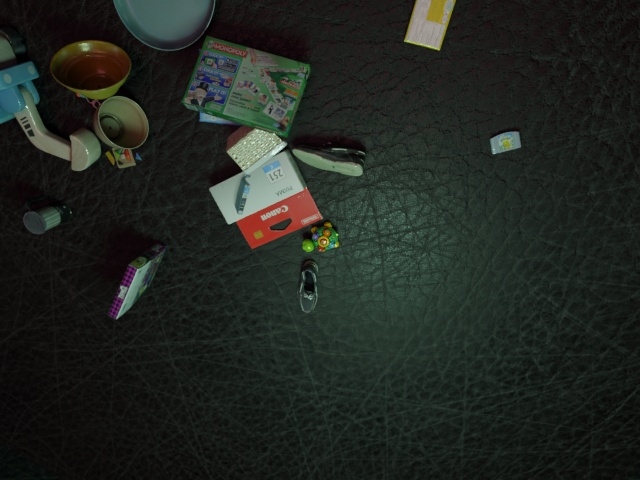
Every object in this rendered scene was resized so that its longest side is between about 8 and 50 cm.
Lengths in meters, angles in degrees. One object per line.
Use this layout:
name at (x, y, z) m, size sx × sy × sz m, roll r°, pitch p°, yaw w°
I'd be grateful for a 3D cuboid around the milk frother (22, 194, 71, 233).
milk frother at (-1.004, -0.075, 1.538) m, size 0.129 × 0.135 × 0.143 m, roll 36°, pitch 112°, yaw -5°

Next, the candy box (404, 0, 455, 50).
candy box at (0.310, -0.641, 1.173) m, size 0.105 × 0.027 × 0.206 m, roll 17°, pitch 113°, yaw 4°

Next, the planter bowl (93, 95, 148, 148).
planter bowl at (-0.654, -0.368, 1.371) m, size 0.109 × 0.162 × 0.162 m, roll 0°, pitch 114°, yaw 37°

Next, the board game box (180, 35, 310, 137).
board game box at (-0.211, -0.441, 1.228) m, size 0.317 × 0.046 × 0.214 m, roll 18°, pitch 83°, yaw 6°

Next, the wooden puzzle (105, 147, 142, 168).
wooden puzzle at (-0.676, -0.287, 1.470) m, size 0.116 × 0.014 × 0.079 m, roll -16°, pitch 108°, yaw 14°

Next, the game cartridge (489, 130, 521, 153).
game cartridge at (0.551, -0.295, 1.278) m, size 0.083 × 0.017 × 0.056 m, roll -13°, pitch 105°, yaw 13°

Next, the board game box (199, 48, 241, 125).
board game box at (-0.293, -0.470, 1.326) m, size 0.160 × 0.039 × 0.212 m, roll 8°, pitch 113°, yaw 5°

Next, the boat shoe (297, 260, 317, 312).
boat shoe at (-0.048, 0.176, 1.527) m, size 0.075 × 0.065 × 0.206 m, roll 8°, pitch 112°, yaw 5°

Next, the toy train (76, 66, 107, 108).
toy train at (-0.729, -0.512, 1.373) m, size 0.125 × 0.046 × 0.166 m, roll 35°, pitch 112°, yaw -5°

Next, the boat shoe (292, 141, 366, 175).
boat shoe at (0.028, -0.268, 1.349) m, size 0.233 × 0.084 × 0.079 m, roll 14°, pitch 75°, yaw 10°

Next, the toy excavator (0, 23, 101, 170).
toy excavator at (-0.983, -0.436, 1.380) m, size 0.432 × 0.222 × 0.445 m, roll -2°, pitch 125°, yaw 9°

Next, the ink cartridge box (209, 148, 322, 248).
ink cartridge box at (-0.180, -0.123, 1.431) m, size 0.296 × 0.066 × 0.261 m, roll -23°, pitch 105°, yaw 17°

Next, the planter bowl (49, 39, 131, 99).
planter bowl at (-0.672, -0.491, 1.283) m, size 0.217 × 0.217 × 0.090 m, roll 19°, pitch 150°, yaw 1°

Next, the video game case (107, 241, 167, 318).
video game case at (-0.647, 0.138, 1.526) m, size 0.041 × 0.210 × 0.232 m, roll 31°, pitch 113°, yaw -3°

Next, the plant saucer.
plant saucer at (-0.451, -0.725, 1.249) m, size 0.317 × 0.044 × 0.318 m, roll 3°, pitch 111°, yaw 8°

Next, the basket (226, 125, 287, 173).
basket at (-0.199, -0.306, 1.320) m, size 0.167 × 0.113 × 0.103 m, roll -32°, pitch 127°, yaw 18°

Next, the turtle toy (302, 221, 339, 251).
turtle toy at (0.000, 0.000, 1.450) m, size 0.130 × 0.066 × 0.095 m, roll -19°, pitch 107°, yaw 15°
